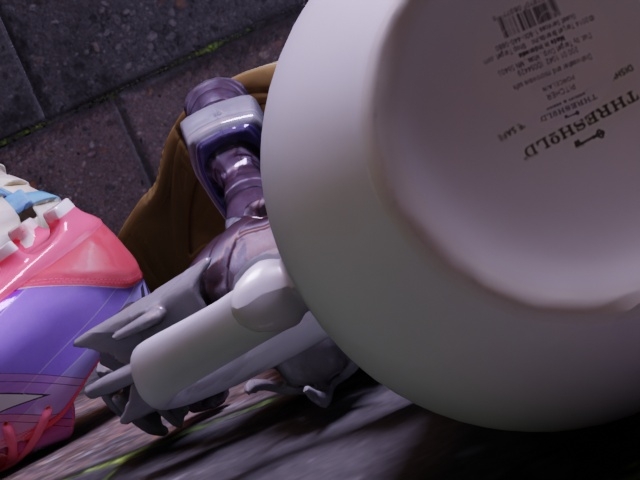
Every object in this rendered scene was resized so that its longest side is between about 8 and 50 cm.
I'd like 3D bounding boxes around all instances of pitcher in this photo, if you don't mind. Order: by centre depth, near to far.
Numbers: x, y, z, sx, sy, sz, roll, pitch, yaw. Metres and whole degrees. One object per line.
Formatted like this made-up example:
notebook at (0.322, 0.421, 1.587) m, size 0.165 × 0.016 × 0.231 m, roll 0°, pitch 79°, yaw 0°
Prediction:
pitcher at (0.026, -0.003, 0.404) m, size 0.178 × 0.125 × 0.207 m, roll -30°, pitch -4°, yaw -3°

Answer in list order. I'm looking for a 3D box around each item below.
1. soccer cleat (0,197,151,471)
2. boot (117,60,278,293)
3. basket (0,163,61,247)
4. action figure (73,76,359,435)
soccer cleat at (-0.165, 0.080, 0.705) m, size 0.083 × 0.095 × 0.248 m, roll -24°, pitch 17°, yaw 51°
boot at (0.009, -0.044, 0.920) m, size 0.203 × 0.095 × 0.262 m, roll -25°, pitch -15°, yaw -36°
basket at (-0.313, 0.017, 0.981) m, size 0.289 × 0.201 × 0.255 m, roll 11°, pitch 22°, yaw 25°
action figure at (0.000, 0.000, 0.634) m, size 0.185 × 0.099 × 0.285 m, roll -16°, pitch 18°, yaw 6°
